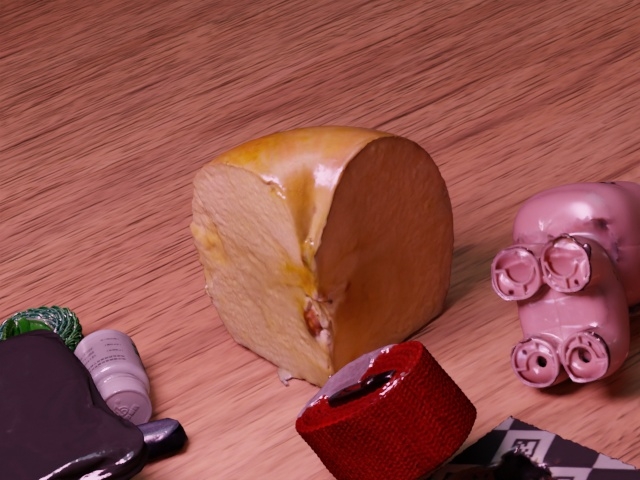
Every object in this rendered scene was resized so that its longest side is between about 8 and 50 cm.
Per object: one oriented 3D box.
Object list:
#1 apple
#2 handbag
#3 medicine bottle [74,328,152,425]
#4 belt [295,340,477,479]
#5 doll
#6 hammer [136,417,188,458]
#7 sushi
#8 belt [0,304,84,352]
[{"bbox_3d":[0.000,0.000,1.897,0.314,0.309,0.252,-6,31,5],"label":"apple"},{"bbox_3d":[-0.324,0.213,1.805,0.192,0.075,0.332,-28,35,-18],"label":"handbag"},{"bbox_3d":[-0.244,0.169,1.920,0.080,0.080,0.130,-18,32,-10],"label":"medicine bottle"},{"bbox_3d":[0.072,0.193,1.688,0.201,0.124,0.128,-26,19,51],"label":"belt"},{"bbox_3d":[0.323,0.037,1.881,0.284,0.216,0.268,-10,3,41],"label":"doll"},{"bbox_3d":[-0.289,0.261,1.825,0.290,0.037,0.137,-17,31,-8],"label":"hammer"},{"bbox_3d":[0.184,0.306,1.566,0.294,0.059,0.292,-32,28,-24],"label":"sushi"},{"bbox_3d":[-0.358,0.136,2.013,0.121,0.079,0.151,1,34,19],"label":"belt"}]
